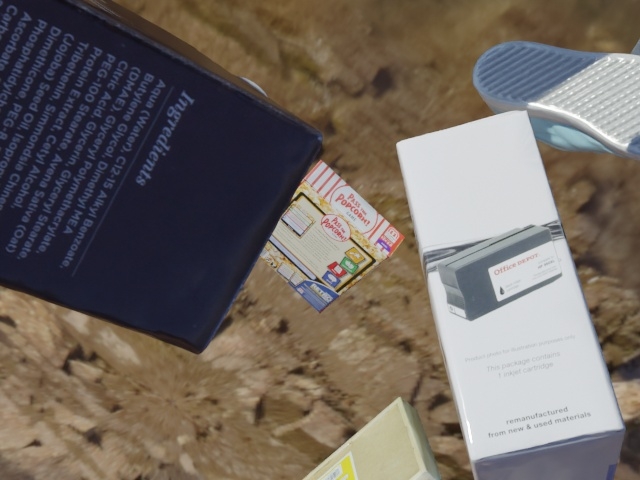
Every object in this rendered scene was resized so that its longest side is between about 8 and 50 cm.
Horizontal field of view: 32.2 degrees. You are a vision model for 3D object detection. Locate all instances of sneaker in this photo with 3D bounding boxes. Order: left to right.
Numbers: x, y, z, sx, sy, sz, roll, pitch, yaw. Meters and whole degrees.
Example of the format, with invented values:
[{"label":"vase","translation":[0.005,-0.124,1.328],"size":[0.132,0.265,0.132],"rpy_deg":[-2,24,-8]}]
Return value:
[{"label":"sneaker","translation":[0.392,-0.175,1.523],"size":[0.366,0.150,0.135],"rpy_deg":[27,85,33]}]

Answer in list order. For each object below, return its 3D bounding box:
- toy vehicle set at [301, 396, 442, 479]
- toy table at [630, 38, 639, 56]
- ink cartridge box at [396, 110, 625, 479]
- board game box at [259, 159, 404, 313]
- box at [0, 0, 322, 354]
[{"label":"toy vehicle set","translation":[0.029,0.331,1.394],"size":[0.267,0.166,0.035],"rpy_deg":[-42,112,13]},{"label":"toy table","translation":[0.565,-0.308,1.593],"size":[0.161,0.252,0.274],"rpy_deg":[39,102,23]},{"label":"ink cartridge box","translation":[0.219,0.092,1.311],"size":[0.166,0.285,0.395],"rpy_deg":[-13,62,5]},{"label":"board game box","translation":[0.000,0.000,1.454],"size":[0.147,0.193,0.045],"rpy_deg":[43,52,-4]},{"label":"box","translation":[-0.208,-0.094,0.512],"size":[0.381,0.191,0.143],"rpy_deg":[23,100,-34]}]
